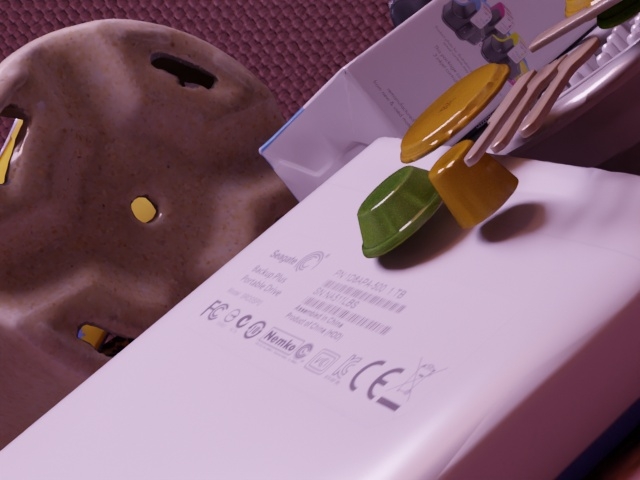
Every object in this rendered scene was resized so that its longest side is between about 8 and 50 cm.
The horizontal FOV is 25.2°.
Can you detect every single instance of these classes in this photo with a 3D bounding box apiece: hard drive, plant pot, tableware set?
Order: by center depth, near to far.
[{"bbox_3d":[-0.045,0.086,0.428,0.319,0.040,0.210,-40,22,-15],"label":"hard drive"},{"bbox_3d":[0.071,-0.053,0.465,0.104,0.024,0.154,-28,19,50],"label":"tableware set"},{"bbox_3d":[-0.160,0.016,0.910,0.334,0.334,0.305,-41,7,-33],"label":"plant pot"}]

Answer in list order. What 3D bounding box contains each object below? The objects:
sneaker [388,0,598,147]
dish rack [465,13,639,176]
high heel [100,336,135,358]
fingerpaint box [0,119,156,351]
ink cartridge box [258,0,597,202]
[{"bbox_3d":[0.076,-0.075,0.888,0.268,0.153,0.101,-39,2,24],"label":"sneaker"},{"bbox_3d":[0.175,-0.089,0.636,0.333,0.072,0.285,-41,2,-24],"label":"dish rack"},{"bbox_3d":[-0.198,0.156,1.441,0.261,0.093,0.186,-59,8,-34],"label":"high heel"},{"bbox_3d":[-0.312,0.118,1.355,0.445,0.163,0.371,-62,8,-6],"label":"fingerpaint box"},{"bbox_3d":[0.066,-0.088,0.723,0.181,0.061,0.104,-40,2,-32],"label":"ink cartridge box"}]
